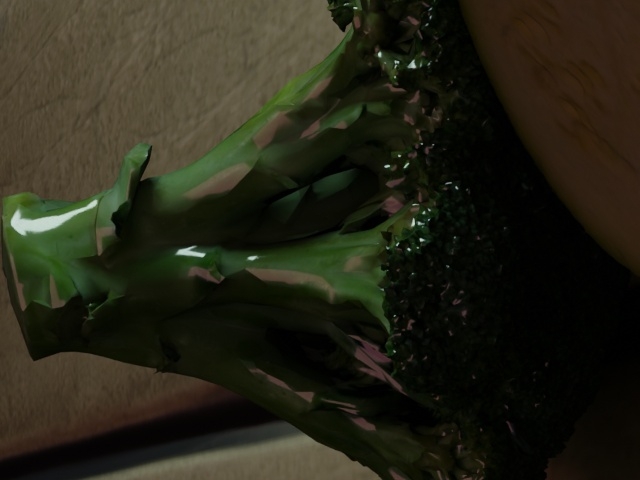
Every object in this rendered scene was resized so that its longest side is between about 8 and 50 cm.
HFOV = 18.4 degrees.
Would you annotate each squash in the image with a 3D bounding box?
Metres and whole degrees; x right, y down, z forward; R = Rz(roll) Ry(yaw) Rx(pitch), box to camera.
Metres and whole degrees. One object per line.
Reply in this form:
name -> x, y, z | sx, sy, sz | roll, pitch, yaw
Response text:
squash -> 0.088, -0.080, 0.608 | 0.189, 0.260, 0.189 | -4, 83, 33

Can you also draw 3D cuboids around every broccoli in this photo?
broccoli -> 0.000, 0.000, 0.831 | 0.254, 0.269, 0.269 | -108, 26, -71
